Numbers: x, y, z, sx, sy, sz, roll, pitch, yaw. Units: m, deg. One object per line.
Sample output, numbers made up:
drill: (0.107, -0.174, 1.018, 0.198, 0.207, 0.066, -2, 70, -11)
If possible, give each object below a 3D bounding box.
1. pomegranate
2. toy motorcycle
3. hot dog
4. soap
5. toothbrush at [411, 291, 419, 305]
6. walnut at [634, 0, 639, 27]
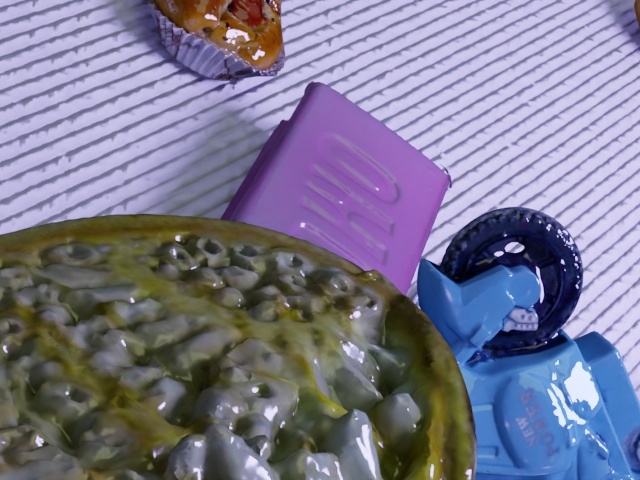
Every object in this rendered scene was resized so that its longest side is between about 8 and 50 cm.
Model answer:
pomegranate: (-0.113, 0.119, 0.622, 0.309, 0.216, 0.358, -22, 39, -38)
toy motorcycle: (0.092, 0.128, 0.780, 0.272, 0.182, 0.123, 65, -2, -16)
hot dog: (-0.069, -0.188, 1.030, 0.108, 0.059, 0.191, 25, 41, -25)
soap: (0.000, 0.000, 0.909, 0.122, 0.065, 0.203, 35, 40, -8)
toothbrush: (0.096, 0.014, 1.012, 0.013, 0.011, 0.131, 35, 39, 12)
walnut: (0.329, -0.188, 1.339, 0.091, 0.052, 0.121, -14, 62, -42)
